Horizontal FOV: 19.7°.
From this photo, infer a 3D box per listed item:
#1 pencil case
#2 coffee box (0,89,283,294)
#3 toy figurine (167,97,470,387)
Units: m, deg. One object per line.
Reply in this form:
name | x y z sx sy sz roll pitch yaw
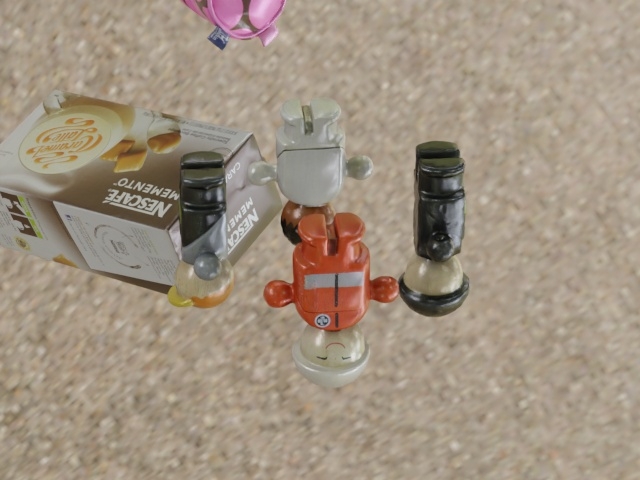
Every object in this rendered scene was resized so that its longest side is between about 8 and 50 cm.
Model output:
pencil case | -0.114 -0.259 1.790 0.095 0.209 0.098 -44 128 -3
coffee box | -0.181 -0.044 1.701 0.141 0.246 0.098 -51 139 -31
toy figurine | 0.000 0.000 1.470 0.209 0.148 0.213 22 39 31
